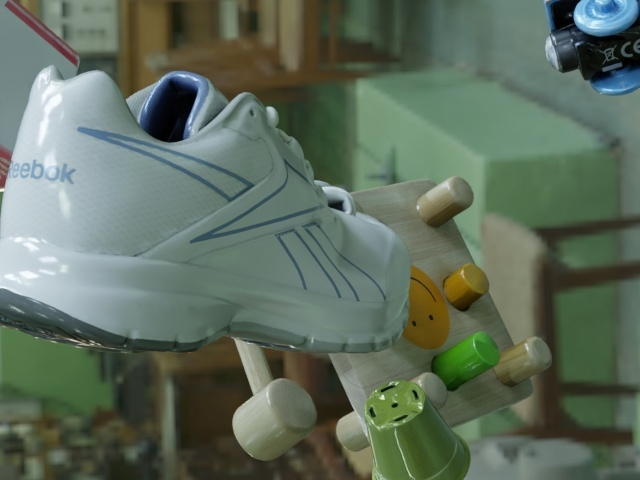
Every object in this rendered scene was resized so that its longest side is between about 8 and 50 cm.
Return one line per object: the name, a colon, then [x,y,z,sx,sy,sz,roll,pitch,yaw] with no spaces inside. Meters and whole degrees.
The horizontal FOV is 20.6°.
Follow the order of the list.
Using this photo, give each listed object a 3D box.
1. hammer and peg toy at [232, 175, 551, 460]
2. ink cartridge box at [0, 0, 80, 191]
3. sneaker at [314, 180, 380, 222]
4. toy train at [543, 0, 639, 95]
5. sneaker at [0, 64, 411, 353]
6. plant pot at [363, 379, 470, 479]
hammer and peg toy: [0.050,0.068,1.691,0.127,0.361,0.266,-33,76,39]
ink cartridge box: [-0.272,-0.090,0.987,0.158,0.217,0.092,42,-128,-59]
sneaker: [0.000,0.000,1.422,0.115,0.232,0.090,-30,73,34]
toy train: [0.234,-0.163,1.167,0.105,0.184,0.080,-100,-9,-46]
sneaker: [-0.039,-0.011,0.849,0.297,0.111,0.129,6,-89,-59]
plant pot: [0.070,0.156,1.405,0.083,0.083,0.079,-106,-5,-52]
